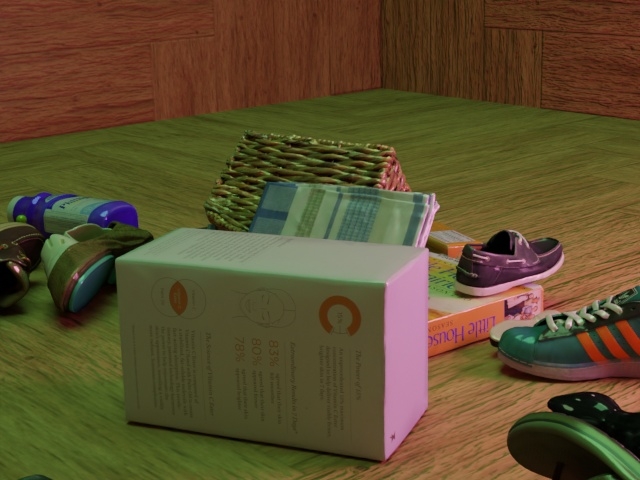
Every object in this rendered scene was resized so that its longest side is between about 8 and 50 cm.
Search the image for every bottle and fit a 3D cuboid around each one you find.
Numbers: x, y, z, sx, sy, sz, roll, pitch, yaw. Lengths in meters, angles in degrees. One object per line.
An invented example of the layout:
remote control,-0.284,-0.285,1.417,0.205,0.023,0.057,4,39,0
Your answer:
bottle,-0.491,-0.041,2.280,0.282,0.092,0.118,9,19,33

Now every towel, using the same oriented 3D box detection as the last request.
towel,0.015,0.014,1.676,0.285,0.209,0.034,7,-24,30

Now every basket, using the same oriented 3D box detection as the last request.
basket,-0.006,-0.021,1.871,0.299,0.223,0.213,9,60,28

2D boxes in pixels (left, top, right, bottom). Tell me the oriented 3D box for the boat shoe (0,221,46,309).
boat shoe,-0.521,0.065,1.872,0.123,0.123,0.342,17,19,13

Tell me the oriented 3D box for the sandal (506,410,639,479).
sandal,0.277,0.253,1.096,0.086,0.120,0.302,-44,37,-13

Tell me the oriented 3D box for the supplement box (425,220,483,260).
supplement box,0.195,0.016,2.038,0.080,0.078,0.233,-4,16,-21

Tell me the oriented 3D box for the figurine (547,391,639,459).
figurine,0.375,0.209,1.211,0.214,0.092,0.209,15,0,-31

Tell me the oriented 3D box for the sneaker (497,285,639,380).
sneaker,0.389,0.116,1.561,0.302,0.121,0.108,0,15,5

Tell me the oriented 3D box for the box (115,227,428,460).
box,-0.055,0.115,1.421,0.345,0.215,0.168,5,16,21

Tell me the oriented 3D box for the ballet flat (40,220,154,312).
ballet flat,-0.385,0.028,1.932,0.124,0.116,0.342,32,20,6

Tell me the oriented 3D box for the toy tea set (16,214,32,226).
toy tea set,-0.652,-0.014,2.040,0.200,0.124,0.336,4,4,37

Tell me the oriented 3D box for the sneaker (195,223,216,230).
sneaker,-0.155,0.030,2.017,0.163,0.086,0.226,-10,23,3

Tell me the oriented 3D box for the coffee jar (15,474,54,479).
coffee jar,-0.232,0.282,1.080,0.184,0.079,0.096,11,20,38

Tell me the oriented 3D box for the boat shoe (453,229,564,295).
boat shoe,0.294,0.022,1.771,0.233,0.079,0.084,-14,20,-41

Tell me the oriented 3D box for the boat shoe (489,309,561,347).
boat shoe,0.293,0.135,1.660,0.133,0.042,0.049,-11,38,-32

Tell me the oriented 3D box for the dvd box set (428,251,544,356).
dvd box set,0.081,0.103,1.750,0.420,0.062,0.307,-13,19,-35
